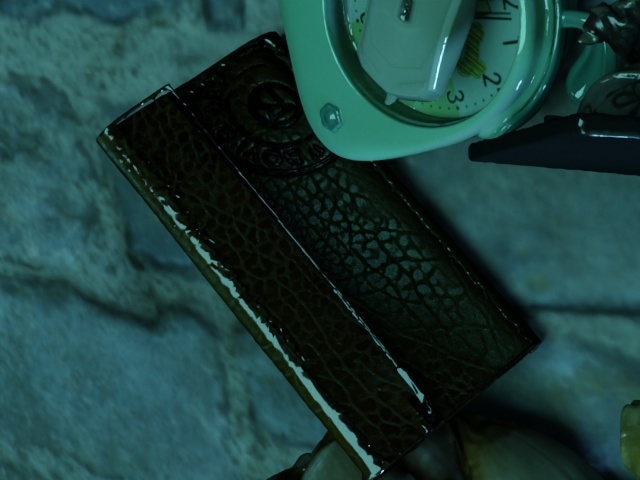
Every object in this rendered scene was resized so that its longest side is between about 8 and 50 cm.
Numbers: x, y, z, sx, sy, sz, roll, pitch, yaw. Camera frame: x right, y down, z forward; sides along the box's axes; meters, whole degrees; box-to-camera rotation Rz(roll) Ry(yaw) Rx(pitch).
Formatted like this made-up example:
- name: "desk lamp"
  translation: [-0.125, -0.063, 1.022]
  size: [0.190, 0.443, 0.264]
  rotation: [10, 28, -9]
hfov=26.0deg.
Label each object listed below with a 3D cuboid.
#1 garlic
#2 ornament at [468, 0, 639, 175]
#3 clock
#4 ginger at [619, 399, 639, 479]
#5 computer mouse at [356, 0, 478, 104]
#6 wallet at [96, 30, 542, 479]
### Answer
- name: "garlic"
  translation: [0.051, 0.190, 0.776]
  size: [0.214, 0.160, 0.191]
  rotation: [-20, 104, 46]
- name: "ornament"
  translation: [0.159, -0.126, 0.584]
  size: [0.166, 0.153, 0.196]
  rotation: [172, 103, -80]
- name: "clock"
  translation: [0.065, -0.118, 0.710]
  size: [0.188, 0.060, 0.148]
  rotation: [1, 107, 39]
- name: "ginger"
  translation: [0.225, 0.159, 0.661]
  size: [0.157, 0.102, 0.216]
  rotation: [-25, 85, 16]
- name: "computer mouse"
  translation: [0.049, -0.113, 0.664]
  size: [0.056, 0.032, 0.110]
  rotation: [33, 134, 24]
- name: "wallet"
  translation: [0.000, 0.000, 0.765]
  size: [0.243, 0.132, 0.039]
  rotation: [51, 157, 13]
